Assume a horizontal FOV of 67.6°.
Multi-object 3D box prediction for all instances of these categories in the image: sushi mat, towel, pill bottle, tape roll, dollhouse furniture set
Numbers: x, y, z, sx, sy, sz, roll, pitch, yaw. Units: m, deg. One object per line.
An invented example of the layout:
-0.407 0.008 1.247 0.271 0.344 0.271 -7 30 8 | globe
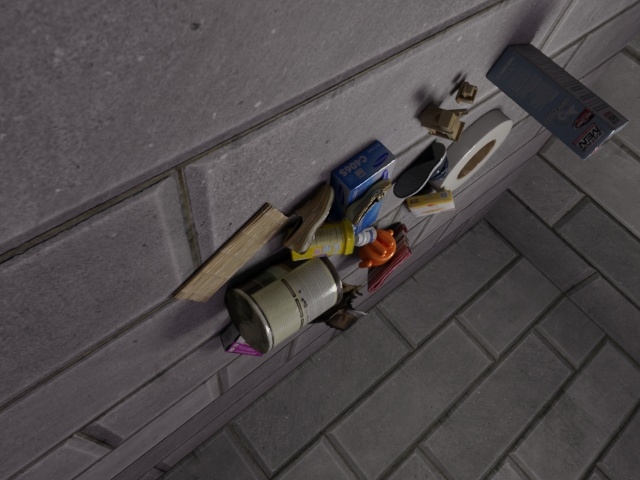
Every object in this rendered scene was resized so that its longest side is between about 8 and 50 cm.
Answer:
-0.207 0.039 1.148 0.316 0.019 0.151 -44 164 5 | sushi mat
0.281 0.064 1.995 0.237 0.037 0.329 -48 -170 21 | towel
0.145 -0.015 1.701 0.067 0.067 0.120 -51 161 28 | pill bottle
0.588 -0.339 1.883 0.392 0.072 0.392 -37 162 -15 | tape roll
0.337 -0.371 1.280 0.182 0.101 0.161 3 108 -66 | dollhouse furniture set

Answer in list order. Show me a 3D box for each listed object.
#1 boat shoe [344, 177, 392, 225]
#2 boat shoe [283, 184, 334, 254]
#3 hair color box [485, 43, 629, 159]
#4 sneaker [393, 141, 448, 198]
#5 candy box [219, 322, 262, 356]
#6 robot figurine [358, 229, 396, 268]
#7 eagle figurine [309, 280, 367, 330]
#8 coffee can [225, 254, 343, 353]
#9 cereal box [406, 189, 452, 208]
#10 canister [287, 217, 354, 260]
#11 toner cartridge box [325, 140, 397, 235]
0.131 -0.100 1.240 0.153 0.048 0.056 -38 163 -9 | boat shoe
-0.032 -0.061 1.193 0.190 0.072 0.068 -64 -160 -2 | boat shoe
0.688 -0.414 1.396 0.185 0.374 0.114 -25 156 -43 | hair color box
0.350 -0.215 1.635 0.226 0.086 0.163 -45 160 6 | sneaker
-0.195 0.277 1.568 0.159 0.071 0.233 21 117 -44 | candy box
0.216 0.034 1.855 0.128 0.158 0.219 4 165 -4 | robot figurine
0.062 0.305 2.105 0.298 0.226 0.225 -54 180 20 | eagle figurine
-0.102 0.163 1.367 0.275 0.201 0.202 -30 160 -33 | coffee can
0.455 -0.148 1.951 0.172 0.047 0.240 -11 170 18 | cereal box
0.000 0.000 1.298 0.169 0.073 0.126 -8 156 -5 | canister
0.102 -0.116 1.350 0.165 0.075 0.348 -37 162 -18 | toner cartridge box
